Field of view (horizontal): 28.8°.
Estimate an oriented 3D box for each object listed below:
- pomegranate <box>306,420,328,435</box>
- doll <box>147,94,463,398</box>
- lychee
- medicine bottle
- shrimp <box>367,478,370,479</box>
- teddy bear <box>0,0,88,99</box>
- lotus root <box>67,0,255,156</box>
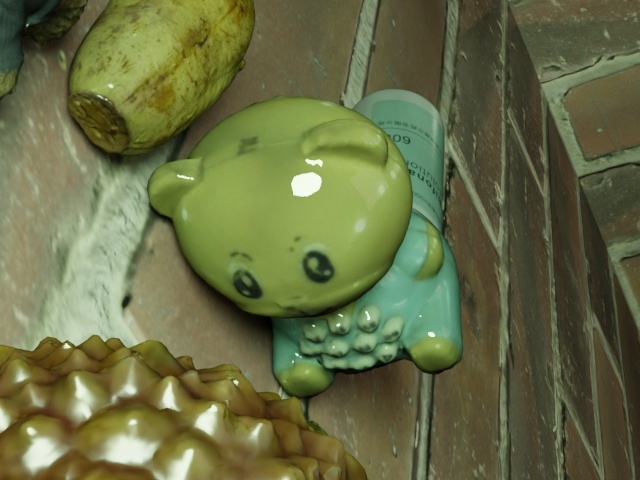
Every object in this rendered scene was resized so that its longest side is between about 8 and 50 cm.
[{"bbox_3d":[-0.025,0.167,0.897,0.084,0.073,0.073,-45,117,-51],"label":"pomegranate"},{"bbox_3d":[0.000,0.000,0.938,0.260,0.177,0.161,49,35,-54],"label":"doll"},{"bbox_3d":[-0.085,0.166,0.462,0.267,0.267,0.267,-17,90,-70],"label":"lychee"},{"bbox_3d":[0.063,-0.013,1.214,0.352,0.110,0.110,-82,148,-51],"label":"medicine bottle"},{"bbox_3d":[0.001,0.252,0.916,0.166,0.049,0.161,90,21,-64],"label":"shrimp"},{"bbox_3d":[-0.179,-0.172,0.667,0.182,0.129,0.251,65,20,-17],"label":"teddy bear"},{"bbox_3d":[-0.106,-0.140,0.894,0.258,0.097,0.110,-70,142,-54],"label":"lotus root"}]
